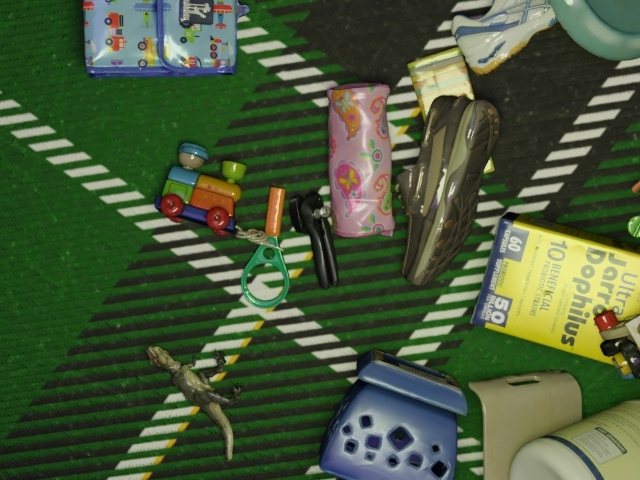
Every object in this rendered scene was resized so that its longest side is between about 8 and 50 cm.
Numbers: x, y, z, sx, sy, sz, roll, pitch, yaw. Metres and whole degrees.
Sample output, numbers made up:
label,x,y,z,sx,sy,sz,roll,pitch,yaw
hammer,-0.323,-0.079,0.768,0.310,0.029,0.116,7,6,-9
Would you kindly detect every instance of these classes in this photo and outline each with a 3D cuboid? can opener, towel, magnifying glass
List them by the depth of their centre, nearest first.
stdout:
label,x,y,z,sx,sy,sz,roll,pitch,yaw
towel,0.240,-0.227,1.935,0.102,0.021,0.237,-16,96,11
can opener,0.000,0.000,1.963,0.059,0.073,0.186,-24,99,-33
magnifying glass,-0.095,0.014,1.981,0.092,0.026,0.230,8,99,3

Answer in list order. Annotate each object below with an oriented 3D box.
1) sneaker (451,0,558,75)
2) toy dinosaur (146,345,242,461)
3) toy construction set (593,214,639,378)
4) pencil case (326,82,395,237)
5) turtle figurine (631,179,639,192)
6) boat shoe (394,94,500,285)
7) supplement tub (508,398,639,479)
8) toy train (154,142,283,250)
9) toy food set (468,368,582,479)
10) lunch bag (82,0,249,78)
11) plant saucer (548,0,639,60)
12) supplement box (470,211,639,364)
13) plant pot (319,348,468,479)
label,x,y,z,sx,sy,sz,roll,pitch,yaw
sneaker,0.368,-0.422,1.859,0.296,0.112,0.131,-35,87,3
toy dinosaur,-0.212,0.283,1.999,0.118,0.064,0.268,-36,93,21
toy construction set,0.543,0.092,1.591,0.258,0.237,0.308,-4,92,15
pencil case,0.075,-0.142,1.907,0.124,0.124,0.284,-3,97,4
turtle figurine,0.689,-0.145,1.880,0.217,0.087,0.269,39,89,-9
boat shoe,0.210,-0.094,1.901,0.130,0.132,0.355,26,104,30
supplement tub,0.518,0.412,1.826,0.325,0.235,0.235,-16,96,-25
toy train,-0.167,-0.081,1.942,0.248,0.105,0.143,16,84,2
toy food set,0.365,0.398,1.932,0.220,0.092,0.306,-3,93,-27
lunch bag,-0.277,-0.409,1.909,0.293,0.138,0.220,-2,95,-8
plant saucer,0.517,-0.468,1.801,0.318,0.044,0.317,0,90,-25
supplement box,0.466,0.091,1.834,0.357,0.195,0.194,15,99,12
plant pot,0.140,0.328,1.899,0.236,0.236,0.212,19,91,2
